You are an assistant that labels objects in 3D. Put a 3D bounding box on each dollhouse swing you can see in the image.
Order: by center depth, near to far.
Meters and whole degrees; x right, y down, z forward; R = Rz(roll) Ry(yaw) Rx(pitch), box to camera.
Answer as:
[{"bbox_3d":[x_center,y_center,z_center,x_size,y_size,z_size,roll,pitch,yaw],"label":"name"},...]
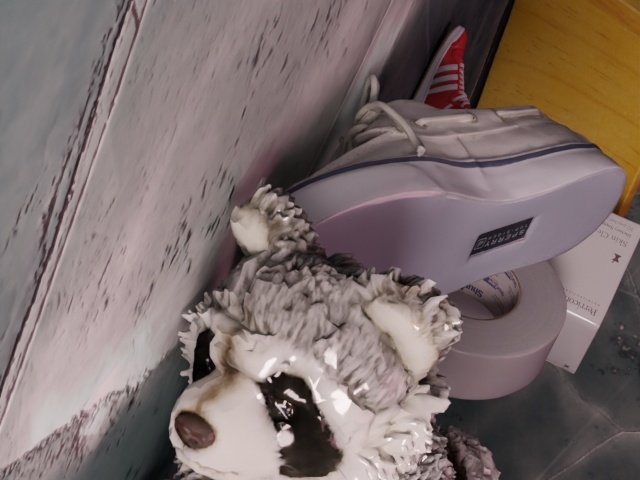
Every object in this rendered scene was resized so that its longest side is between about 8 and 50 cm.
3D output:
[{"bbox_3d":[0.383,-0.246,2.025,0.305,0.315,0.346,-30,149,-39],"label":"dollhouse swing"}]

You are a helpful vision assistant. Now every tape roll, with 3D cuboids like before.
[{"bbox_3d":[0.153,0.069,1.671,0.219,0.219,0.072,-56,167,-47],"label":"tape roll"}]

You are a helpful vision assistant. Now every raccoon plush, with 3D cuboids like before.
[{"bbox_3d":[0.024,0.098,1.038,0.446,0.216,0.299,-37,146,-67],"label":"raccoon plush"}]

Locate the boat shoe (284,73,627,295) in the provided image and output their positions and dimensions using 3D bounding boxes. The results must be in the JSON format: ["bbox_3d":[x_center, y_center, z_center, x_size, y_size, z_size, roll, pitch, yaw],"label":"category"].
[{"bbox_3d":[0.065,-0.053,1.140,0.367,0.156,0.136,-15,141,-40],"label":"boat shoe"}]

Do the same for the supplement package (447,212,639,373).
[{"bbox_3d":[0.236,0.025,1.900,0.204,0.262,0.145,89,26,-69],"label":"supplement package"}]

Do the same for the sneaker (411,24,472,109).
[{"bbox_3d":[0.129,-0.142,1.454,0.118,0.067,0.042,-63,171,-12],"label":"sneaker"}]
